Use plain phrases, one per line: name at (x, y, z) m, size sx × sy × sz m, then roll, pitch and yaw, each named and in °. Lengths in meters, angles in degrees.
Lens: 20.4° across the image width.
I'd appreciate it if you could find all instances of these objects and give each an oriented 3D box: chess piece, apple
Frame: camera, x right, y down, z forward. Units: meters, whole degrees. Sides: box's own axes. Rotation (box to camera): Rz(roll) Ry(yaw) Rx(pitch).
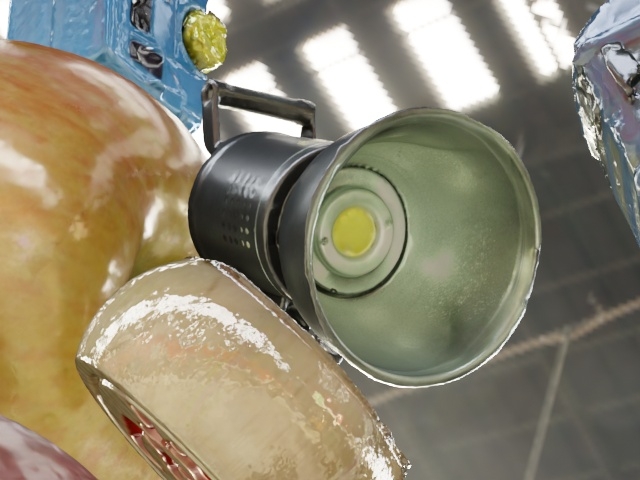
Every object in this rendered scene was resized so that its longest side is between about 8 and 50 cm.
chess piece at (-0.018, 0.042, 0.410) m, size 0.084 × 0.038 × 0.083 m, roll 40°, pitch -19°, yaw 16°
apple at (-0.222, 0.051, 1.188) m, size 0.346 × 0.391 × 0.391 m, roll 4°, pitch -46°, yaw 34°

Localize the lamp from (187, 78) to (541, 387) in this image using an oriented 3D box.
lamp at (0.000, 0.000, 1.016) m, size 0.147 × 0.172 × 0.227 m, roll 9°, pitch 1°, yaw -30°

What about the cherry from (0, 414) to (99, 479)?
cherry at (-0.159, 0.198, 0.695) m, size 0.307 × 0.261 × 0.221 m, roll 22°, pitch -16°, yaw 15°

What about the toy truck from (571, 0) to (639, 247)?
toy truck at (0.171, -0.064, 0.508) m, size 0.202 × 0.088 × 0.074 m, roll -26°, pitch -32°, yaw 1°

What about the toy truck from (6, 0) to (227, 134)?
toy truck at (-0.188, -0.263, 1.630) m, size 0.161 × 0.385 × 0.162 m, roll -17°, pitch -29°, yaw 34°
